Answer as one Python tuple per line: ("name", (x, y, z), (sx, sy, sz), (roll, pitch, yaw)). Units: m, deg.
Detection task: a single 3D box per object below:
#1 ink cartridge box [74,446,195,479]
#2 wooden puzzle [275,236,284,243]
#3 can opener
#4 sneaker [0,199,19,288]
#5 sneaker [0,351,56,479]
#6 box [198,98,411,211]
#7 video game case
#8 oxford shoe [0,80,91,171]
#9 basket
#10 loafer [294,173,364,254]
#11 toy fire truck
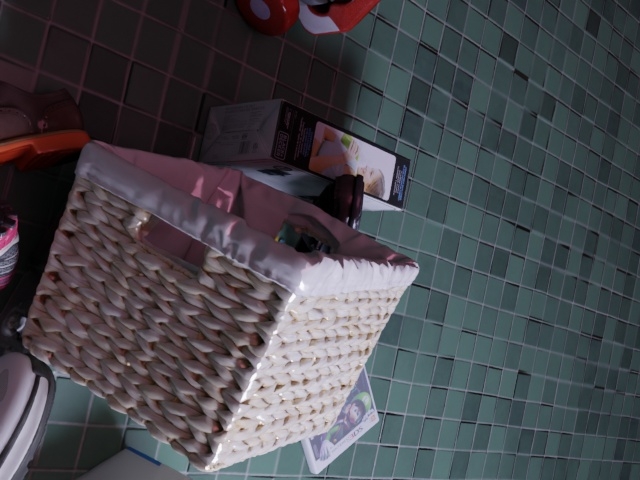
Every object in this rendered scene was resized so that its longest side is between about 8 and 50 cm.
("ink cartridge box", (-0.246, 0.435, 1.120), (0.168, 0.171, 0.232), (-29, 115, -38))
("wooden puzzle", (-0.087, -0.004, 1.336), (0.083, 0.006, 0.049), (5, 91, -45))
("can opener", (-0.325, 0.038, 1.081), (0.283, 0.076, 0.095), (-64, 163, -18))
("sneaker", (-0.466, 0.052, 0.903), (0.299, 0.121, 0.112), (-21, 140, -33))
("sneaker", (-0.488, 0.246, 0.846), (0.257, 0.169, 0.447), (50, 60, -26))
("box", (-0.018, -0.121, 1.280), (0.290, 0.169, 0.087), (18, 79, -43))
("video game case", (0.023, 0.282, 1.469), (0.173, 0.022, 0.190), (-32, 116, -38))
("oxford shoe", (-0.401, -0.129, 0.970), (0.271, 0.097, 0.098), (-12, 83, -47))
("basket", (-0.116, 0.070, 1.015), (0.331, 0.328, 0.266), (7, 109, -64))
("loafer", (0.000, 0.000, 1.252), (0.302, 0.095, 0.109), (103, -3, -60))
("toy fire truck", (-0.012, -0.430, 1.184), (0.169, 0.254, 0.302), (-49, 126, -29))
